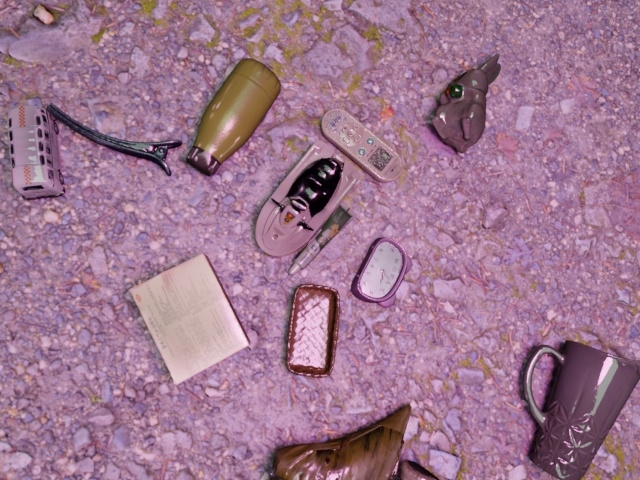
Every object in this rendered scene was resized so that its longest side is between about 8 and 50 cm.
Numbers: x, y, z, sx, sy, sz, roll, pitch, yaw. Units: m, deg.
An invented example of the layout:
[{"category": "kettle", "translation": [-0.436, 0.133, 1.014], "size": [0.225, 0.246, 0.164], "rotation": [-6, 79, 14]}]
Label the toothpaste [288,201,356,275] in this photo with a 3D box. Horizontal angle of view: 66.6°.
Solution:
[{"category": "toothpaste", "translation": [0.000, 0.000, 1.087], "size": [0.049, 0.031, 0.204], "rotation": [42, 78, -3]}]

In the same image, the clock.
[{"category": "clock", "translation": [0.143, 0.073, 1.087], "size": [0.109, 0.050, 0.153], "rotation": [29, 80, -4]}]

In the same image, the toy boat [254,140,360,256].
[{"category": "toy boat", "translation": [-0.030, -0.088, 1.046], "size": [0.140, 0.141, 0.270], "rotation": [38, 65, -2]}]

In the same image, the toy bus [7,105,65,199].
[{"category": "toy bus", "translation": [-0.588, -0.186, 0.999], "size": [0.087, 0.089, 0.194], "rotation": [-8, 83, -9]}]

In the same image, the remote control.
[{"category": "remote control", "translation": [0.094, -0.217, 1.123], "size": [0.221, 0.042, 0.078], "rotation": [39, 78, -3]}]

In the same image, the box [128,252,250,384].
[{"category": "box", "translation": [-0.263, 0.158, 0.997], "size": [0.168, 0.095, 0.212], "rotation": [-27, 86, -12]}]

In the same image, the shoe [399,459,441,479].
[{"category": "shoe", "translation": [0.220, 0.541, 0.992], "size": [0.112, 0.099, 0.227], "rotation": [-49, 116, -12]}]

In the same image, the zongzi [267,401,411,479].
[{"category": "zongzi", "translation": [0.043, 0.423, 0.992], "size": [0.250, 0.125, 0.275], "rotation": [27, 76, -12]}]

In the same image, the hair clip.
[{"category": "hair clip", "translation": [-0.439, -0.218, 1.027], "size": [0.274, 0.048, 0.083], "rotation": [18, 84, -14]}]

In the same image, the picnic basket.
[{"category": "picnic basket", "translation": [-0.017, 0.192, 1.047], "size": [0.109, 0.055, 0.194], "rotation": [8, 81, -8]}]

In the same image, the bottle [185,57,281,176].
[{"category": "bottle", "translation": [-0.193, -0.261, 1.052], "size": [0.112, 0.112, 0.260], "rotation": [31, 80, -3]}]

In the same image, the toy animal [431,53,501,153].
[{"category": "toy animal", "translation": [0.350, -0.338, 1.151], "size": [0.125, 0.127, 0.251], "rotation": [25, 65, 8]}]

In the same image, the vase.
[{"category": "vase", "translation": [0.557, 0.364, 1.069], "size": [0.250, 0.156, 0.301], "rotation": [25, 86, 11]}]
